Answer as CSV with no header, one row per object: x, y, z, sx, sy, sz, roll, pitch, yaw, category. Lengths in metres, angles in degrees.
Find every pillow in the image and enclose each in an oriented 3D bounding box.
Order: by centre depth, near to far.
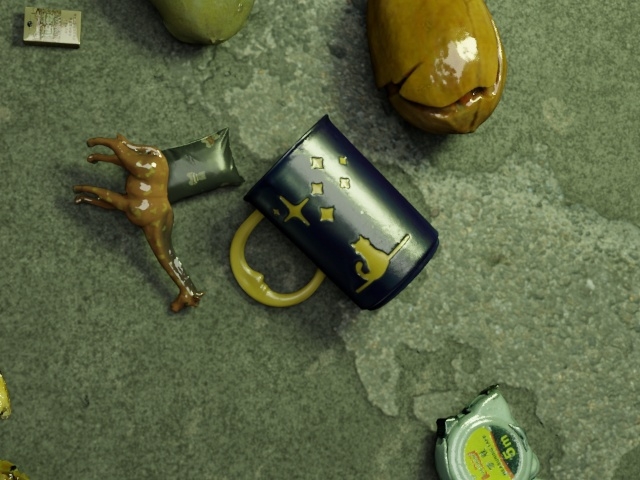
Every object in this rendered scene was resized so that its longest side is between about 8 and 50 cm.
-0.193,-0.106,1.541,0.150,0.048,0.091,-18,81,-13,pillow

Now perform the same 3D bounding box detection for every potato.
-0.187,-0.408,1.543,0.177,0.160,0.235,-11,93,7,potato

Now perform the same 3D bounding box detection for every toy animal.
-0.255,-0.025,1.496,0.229,0.066,0.224,21,105,3,toy animal

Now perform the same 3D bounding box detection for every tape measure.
0.288,0.393,1.539,0.164,0.084,0.330,-27,86,-12,tape measure

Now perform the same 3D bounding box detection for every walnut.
0.169,-0.318,1.582,0.208,0.209,0.337,-8,70,-13,walnut

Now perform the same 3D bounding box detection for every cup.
0.012,-0.013,1.538,0.256,0.255,0.178,46,38,-4,cup

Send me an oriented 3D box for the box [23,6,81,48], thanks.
-0.402,-0.319,1.546,0.083,0.024,0.053,1,80,-13,box

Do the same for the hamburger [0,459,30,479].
-0.440,0.460,1.324,0.276,0.195,0.318,-33,92,-18,hamburger

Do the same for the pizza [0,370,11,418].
-0.493,0.189,1.424,0.099,0.035,0.160,-32,86,-44,pizza
